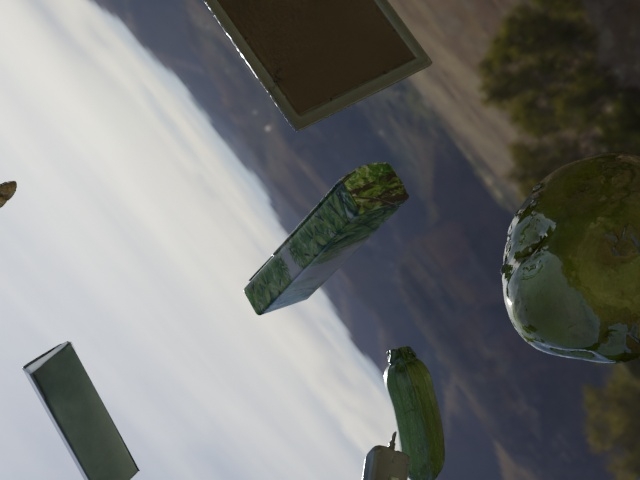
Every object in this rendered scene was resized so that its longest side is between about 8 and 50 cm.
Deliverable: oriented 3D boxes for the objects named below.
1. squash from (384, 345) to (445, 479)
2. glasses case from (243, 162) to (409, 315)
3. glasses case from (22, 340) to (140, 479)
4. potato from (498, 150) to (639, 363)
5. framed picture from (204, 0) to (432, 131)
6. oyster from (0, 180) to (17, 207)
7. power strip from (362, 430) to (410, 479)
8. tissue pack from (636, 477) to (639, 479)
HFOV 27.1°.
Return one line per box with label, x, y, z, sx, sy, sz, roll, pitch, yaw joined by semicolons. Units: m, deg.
squash;0.140;0.260;1.965;0.077;0.068;0.219;7;113;61
glasses case;0.000;0.000;1.722;0.095;0.272;0.062;-16;-111;-41
glasses case;-0.408;0.309;2.244;0.105;0.056;0.266;-42;-66;-44
potato;0.264;0.017;1.253;0.186;0.253;0.148;-5;121;41
framed picture;-0.027;-0.292;1.666;0.296;0.232;0.019;56;150;10
oyster;-0.435;-0.062;1.719;0.038;0.083;0.081;48;179;-28
power strip;0.078;0.367;1.741;0.060;0.027;0.252;23;-123;-20
tissue pack;0.390;0.328;1.372;0.198;0.146;0.263;11;-164;43
